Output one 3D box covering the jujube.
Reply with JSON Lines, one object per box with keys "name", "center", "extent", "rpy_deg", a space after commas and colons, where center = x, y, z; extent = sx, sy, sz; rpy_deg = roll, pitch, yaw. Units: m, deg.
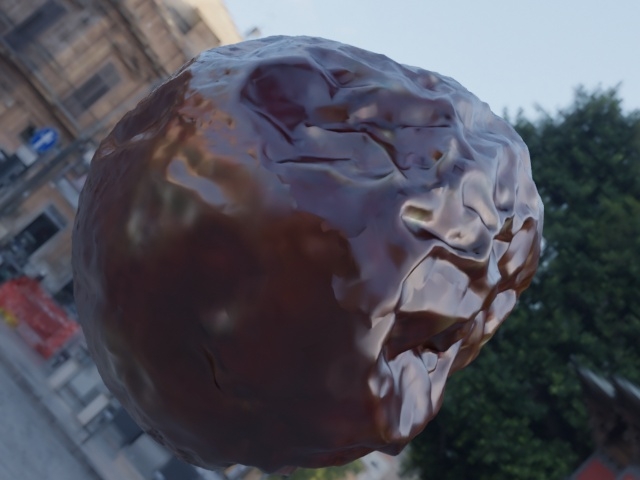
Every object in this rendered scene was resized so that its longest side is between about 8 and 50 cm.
{"name": "jujube", "center": [-0.002, 0.000, 0.748], "extent": [0.276, 0.276, 0.377], "rpy_deg": [45, 18, 13]}
